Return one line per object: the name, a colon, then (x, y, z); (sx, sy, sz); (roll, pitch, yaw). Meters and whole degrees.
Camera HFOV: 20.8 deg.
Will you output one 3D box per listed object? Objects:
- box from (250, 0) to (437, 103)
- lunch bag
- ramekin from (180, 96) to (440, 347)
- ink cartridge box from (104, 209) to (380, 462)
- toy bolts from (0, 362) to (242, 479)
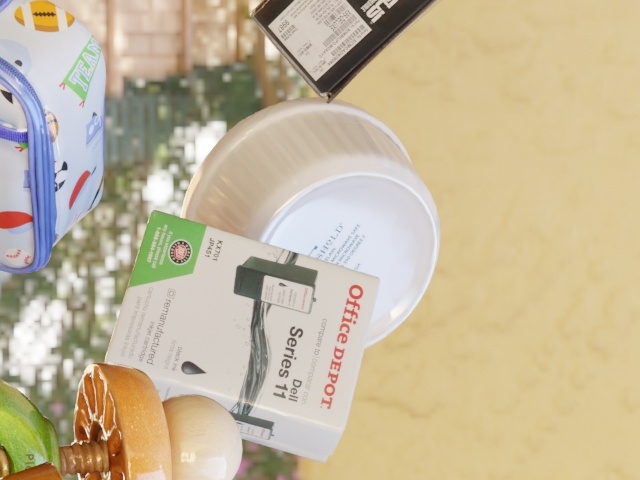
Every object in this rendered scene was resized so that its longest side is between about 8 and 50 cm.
box: (0.121, -0.238, 1.046); (0.307, 0.076, 0.242); (-40, -177, 43)
lunch bag: (-0.305, -0.123, 1.298); (0.303, 0.243, 0.115); (26, -127, 15)
ramekin: (0.000, 0.000, 1.792); (0.273, 0.273, 0.127); (-3, -153, -26)
ink cartridge box: (-0.067, 0.082, 1.476); (0.208, 0.153, 0.087); (16, 154, -4)
toy bolts: (-0.101, 0.190, 0.903); (0.158, 0.228, 0.218); (-1, -169, -21)
